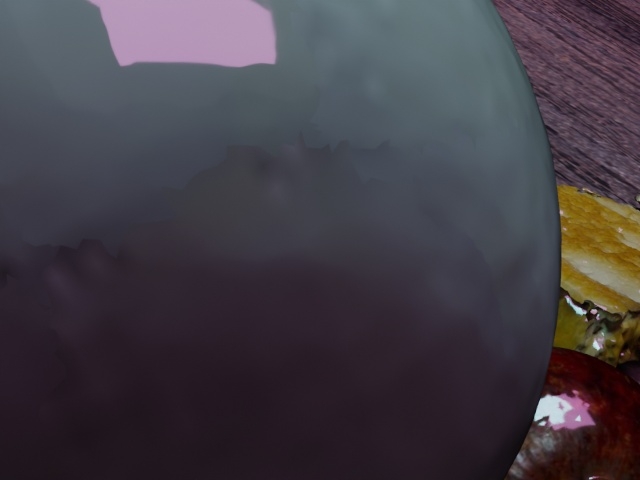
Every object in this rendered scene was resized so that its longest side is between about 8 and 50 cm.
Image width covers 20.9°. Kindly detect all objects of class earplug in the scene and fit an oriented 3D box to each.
[{"bbox_3d":[-0.099,-0.028,0.593,0.313,0.312,0.394,5,23,-30],"label":"earplug"}]

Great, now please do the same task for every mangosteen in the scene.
[{"bbox_3d":[0.102,0.112,0.864,0.156,0.145,0.181,12,25,-11],"label":"mangosteen"}]

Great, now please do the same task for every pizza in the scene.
[{"bbox_3d":[0.162,0.001,1.234,0.251,0.074,0.288,36,26,27],"label":"pizza"}]
